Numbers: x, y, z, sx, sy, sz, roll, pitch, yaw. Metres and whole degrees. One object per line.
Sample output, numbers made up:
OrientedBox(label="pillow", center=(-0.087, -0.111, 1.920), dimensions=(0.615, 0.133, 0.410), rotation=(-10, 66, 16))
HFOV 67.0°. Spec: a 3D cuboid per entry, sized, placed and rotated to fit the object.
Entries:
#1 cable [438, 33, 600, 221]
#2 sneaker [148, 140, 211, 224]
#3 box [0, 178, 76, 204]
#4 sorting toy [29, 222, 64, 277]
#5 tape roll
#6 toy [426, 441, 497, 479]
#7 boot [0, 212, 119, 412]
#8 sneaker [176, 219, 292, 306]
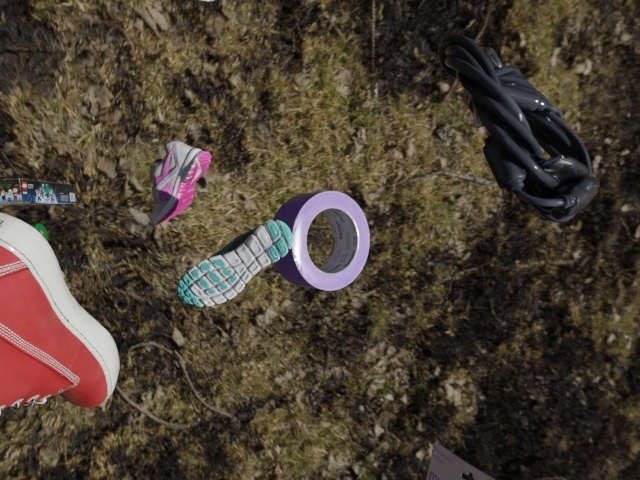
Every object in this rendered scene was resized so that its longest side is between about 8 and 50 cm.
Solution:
OrientedBox(label="cable", center=(0.148, -0.083, 0.360), dimensions=(0.185, 0.047, 0.150), rotation=(-14, 68, -52))
OrientedBox(label="sneaker", center=(-0.381, -0.151, 1.234), dimensions=(0.111, 0.103, 0.252), rotation=(38, 113, 4))
OrientedBox(label="box", center=(-0.602, -0.088, 0.935), dimensions=(0.159, 0.233, 0.044), rotation=(-3, 94, -6))
OrientedBox(label="sorting toy", center=(-0.634, 0.101, 1.060), dimensions=(0.047, 0.274, 0.132), rotation=(-12, 140, 2))
OrientedBox(label="tape roll", center=(0.000, 0.000, 0.935), dimensions=(0.189, 0.080, 0.188), rotation=(0, 90, -38))
OrientedBox(label="toy", center=(0.091, 0.316, 0.425), dimensions=(0.056, 0.137, 0.237), rotation=(16, 82, -18))
OrientedBox(label="boot", center=(-0.251, 0.120, 0.373), dimensions=(0.089, 0.244, 0.176), rotation=(7, 50, 7))
OrientedBox(label="sneaker", center=(-0.115, 0.030, 0.652), dimensions=(0.167, 0.076, 0.064), rotation=(-31, 103, -13))
